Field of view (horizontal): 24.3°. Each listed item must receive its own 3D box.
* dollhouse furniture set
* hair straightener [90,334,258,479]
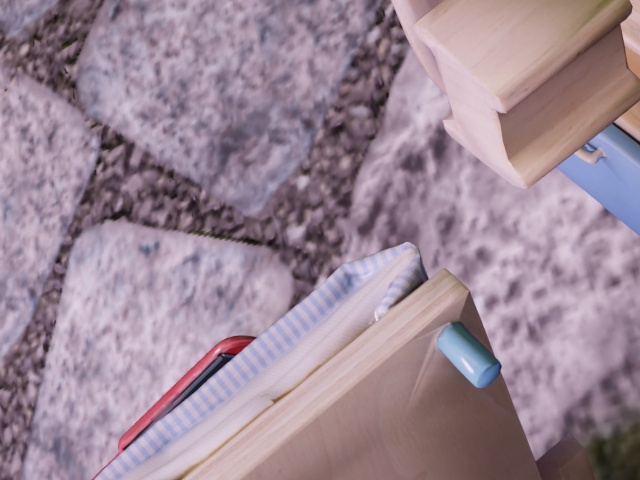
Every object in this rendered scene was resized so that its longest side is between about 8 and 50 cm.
[{"bbox_3d":[0.000,0.000,0.487,0.303,0.286,0.198,-40,52,-8],"label":"dollhouse furniture set"},{"bbox_3d":[-0.090,0.142,0.724,0.230,0.047,0.089,-40,57,26],"label":"hair straightener"}]
